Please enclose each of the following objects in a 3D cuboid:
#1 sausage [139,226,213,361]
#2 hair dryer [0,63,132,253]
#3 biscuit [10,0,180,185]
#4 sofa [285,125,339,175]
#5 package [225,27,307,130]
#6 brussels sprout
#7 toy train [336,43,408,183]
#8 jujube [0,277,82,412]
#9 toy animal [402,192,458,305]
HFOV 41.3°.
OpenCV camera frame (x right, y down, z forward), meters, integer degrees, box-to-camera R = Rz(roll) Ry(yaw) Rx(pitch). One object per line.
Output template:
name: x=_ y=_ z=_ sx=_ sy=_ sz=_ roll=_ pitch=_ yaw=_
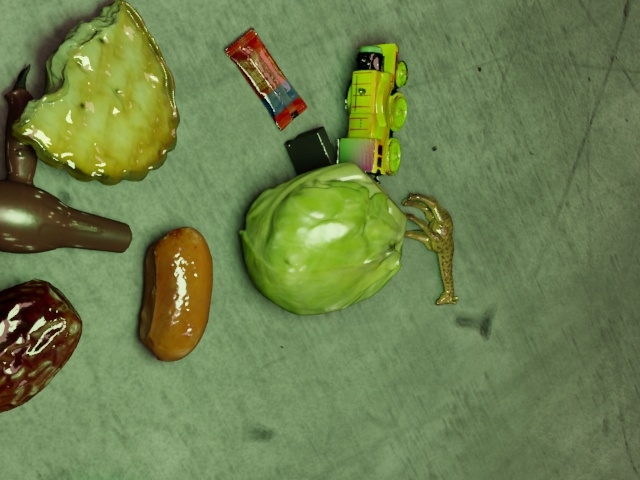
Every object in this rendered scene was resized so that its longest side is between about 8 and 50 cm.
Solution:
sausage: x=-0.269 y=0.102 z=1.607 sx=0.133 sy=0.133 sz=0.258 roll=7 pitch=88 yaw=-27
hair dryer: x=-0.487 y=-0.142 z=1.516 sx=0.312 sy=0.123 sz=0.341 roll=6 pitch=78 yaw=-38
biscuit: x=-0.406 y=-0.255 z=1.516 sx=0.335 sy=0.078 sz=0.329 roll=-22 pitch=102 yaw=-42
sofa: x=-0.005 y=-0.156 z=1.771 sx=0.147 sy=0.085 sz=0.060 roll=65 pitch=23 yaw=-14
package: x=-0.109 y=-0.326 z=1.726 sx=0.083 sy=0.022 sz=0.200 roll=-42 pitch=111 yaw=-19
brussels sprout: x=0.000 y=0.000 z=1.668 sx=0.328 sy=0.247 sz=0.328 roll=-21 pitch=143 yaw=-17
toy train: x=0.112 y=-0.269 z=1.770 sx=0.160 sy=0.100 sz=0.296 roll=3 pitch=91 yaw=-61
jujube: x=-0.530 y=0.182 z=1.445 sx=0.243 sy=0.183 sz=0.183 roll=-39 pitch=109 yaw=-8
toy animal: x=0.257 y=0.016 z=1.912 sx=0.149 sy=0.054 sz=0.275 roll=-41 pitch=110 yaw=-17
